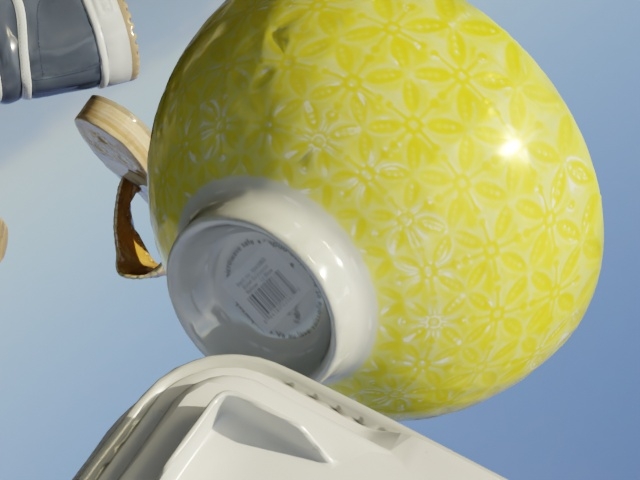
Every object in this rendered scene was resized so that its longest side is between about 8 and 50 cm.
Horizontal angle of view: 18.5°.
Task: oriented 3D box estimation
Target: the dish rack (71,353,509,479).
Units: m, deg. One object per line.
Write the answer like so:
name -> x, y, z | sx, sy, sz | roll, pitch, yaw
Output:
dish rack -> -0.012, 0.193, 0.604 | 0.333, 0.285, 0.072 | -54, 162, -32

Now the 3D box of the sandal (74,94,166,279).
sandal -> -0.134, -0.011, 1.475 | 0.088, 0.240, 0.079 | 24, -109, 34

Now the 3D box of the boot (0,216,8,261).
boot -> -0.330, -0.032, 1.271 | 0.206, 0.090, 0.248 | 7, 164, 8

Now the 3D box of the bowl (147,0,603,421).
bowl -> 0.000, 0.000, 1.132 | 0.289, 0.289, 0.156 | -27, -169, 44

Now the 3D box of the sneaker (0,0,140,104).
sneaker -> -0.254, -0.202, 1.448 | 0.153, 0.282, 0.099 | -19, 141, -18
